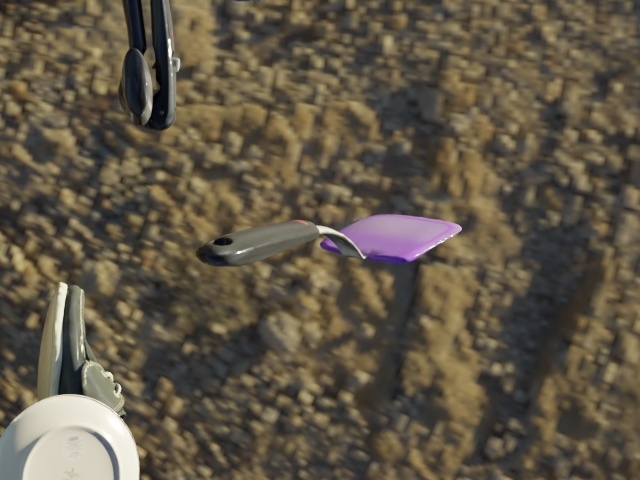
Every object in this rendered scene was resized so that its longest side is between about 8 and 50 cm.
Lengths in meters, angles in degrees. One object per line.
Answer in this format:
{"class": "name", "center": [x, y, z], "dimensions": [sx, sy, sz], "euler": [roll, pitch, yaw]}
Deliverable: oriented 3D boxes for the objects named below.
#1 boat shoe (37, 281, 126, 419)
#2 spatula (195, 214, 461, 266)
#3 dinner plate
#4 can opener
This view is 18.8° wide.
{"class": "boat shoe", "center": [-0.220, 0.151, 1.779], "dimensions": [0.079, 0.084, 0.233], "euler": [2, 66, -19]}
{"class": "spatula", "center": [0.000, 0.000, 1.372], "dimensions": [0.296, 0.084, 0.030], "euler": [-3, 101, -59]}
{"class": "dinner plate", "center": [-0.214, 0.202, 1.640], "dimensions": [0.141, 0.017, 0.141], "euler": [0, 90, -34]}
{"class": "can opener", "center": [-0.163, -0.193, 1.849], "dimensions": [0.059, 0.073, 0.186], "euler": [3, 72, -12]}
